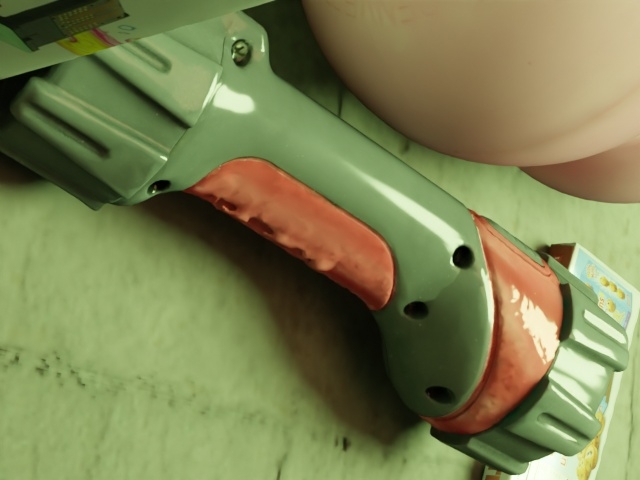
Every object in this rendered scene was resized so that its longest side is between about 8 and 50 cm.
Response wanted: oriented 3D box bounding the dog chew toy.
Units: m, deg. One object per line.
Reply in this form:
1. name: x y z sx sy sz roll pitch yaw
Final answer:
1. dog chew toy: 0.139 -0.112 0.647 0.332 0.206 0.206 24 70 -48

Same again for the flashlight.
1. flashlight: 0.000 0.000 0.580 0.304 0.103 0.103 30 52 -30

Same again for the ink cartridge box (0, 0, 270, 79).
1. ink cartridge box: -0.069 -0.172 0.417 0.117 0.278 0.201 29 67 -38

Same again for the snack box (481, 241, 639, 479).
1. snack box: 0.126 0.093 0.719 0.064 0.022 0.178 34 65 -32
